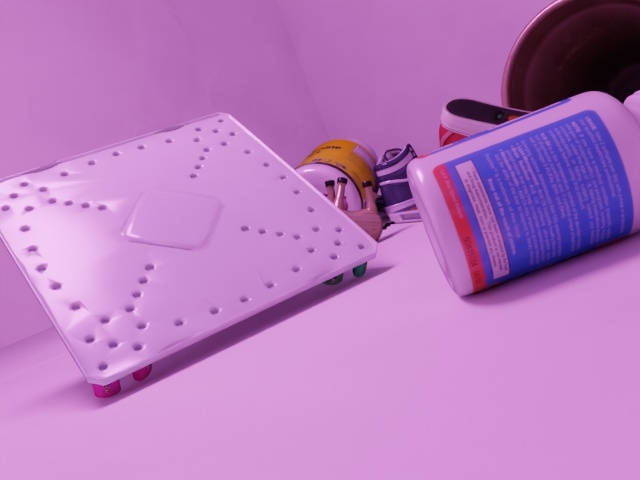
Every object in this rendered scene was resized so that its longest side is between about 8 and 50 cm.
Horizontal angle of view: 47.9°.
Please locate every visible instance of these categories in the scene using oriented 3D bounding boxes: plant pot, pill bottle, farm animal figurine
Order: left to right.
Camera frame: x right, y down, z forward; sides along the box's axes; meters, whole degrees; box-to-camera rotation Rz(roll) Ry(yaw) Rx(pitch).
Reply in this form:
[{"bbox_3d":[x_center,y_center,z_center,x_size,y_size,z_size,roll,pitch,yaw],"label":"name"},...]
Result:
[{"bbox_3d":[-0.080,-0.023,1.303,0.331,0.172,0.327,-10,-19,36],"label":"farm animal figurine"},{"bbox_3d":[0.034,-0.128,1.672,0.188,0.187,0.334,-20,15,23],"label":"pill bottle"},{"bbox_3d":[0.193,-0.047,0.590,0.222,0.124,0.124,-21,4,5],"label":"pill bottle"},{"bbox_3d":[0.442,-0.222,1.080,0.263,0.262,0.229,-18,-13,41],"label":"plant pot"}]

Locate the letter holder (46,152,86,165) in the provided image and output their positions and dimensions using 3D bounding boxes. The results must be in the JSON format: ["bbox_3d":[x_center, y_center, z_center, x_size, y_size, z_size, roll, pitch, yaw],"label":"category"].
[{"bbox_3d":[-0.295,0.005,1.157,0.215,0.301,0.152,-24,4,-33],"label":"letter holder"}]

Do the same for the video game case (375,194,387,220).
[{"bbox_3d":[0.111,-0.074,1.797,0.173,0.022,0.190,-24,20,-28],"label":"video game case"}]

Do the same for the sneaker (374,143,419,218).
[{"bbox_3d":[0.241,-0.163,1.698,0.282,0.153,0.099,-24,5,-38],"label":"sneaker"}]

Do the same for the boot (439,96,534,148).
[{"bbox_3d":[0.282,-0.092,1.033,0.244,0.176,0.088,21,44,24],"label":"boot"}]

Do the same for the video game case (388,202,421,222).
[{"bbox_3d":[0.266,-0.083,1.416,0.204,0.025,0.285,-22,4,-10],"label":"video game case"}]

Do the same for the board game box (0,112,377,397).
[{"bbox_3d":[-0.192,-0.013,0.949,0.390,0.050,0.390,-23,48,-29],"label":"board game box"}]
